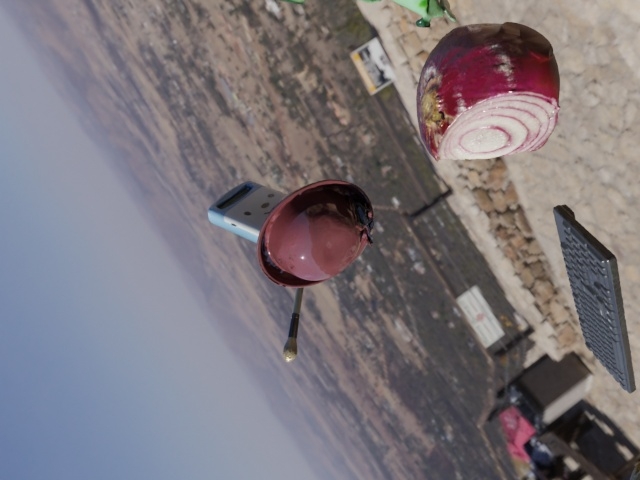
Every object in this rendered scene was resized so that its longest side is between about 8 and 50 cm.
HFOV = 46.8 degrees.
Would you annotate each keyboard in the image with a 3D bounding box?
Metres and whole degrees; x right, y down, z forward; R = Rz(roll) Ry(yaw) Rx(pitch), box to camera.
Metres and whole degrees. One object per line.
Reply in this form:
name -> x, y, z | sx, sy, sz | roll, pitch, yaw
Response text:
keyboard -> 0.322, 0.077, 0.862 | 0.101, 0.018, 0.310 | 59, -178, 43

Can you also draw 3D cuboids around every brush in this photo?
brush -> -0.068, 0.194, 2.038 | 0.042, 0.039, 0.299 | 89, -173, -60

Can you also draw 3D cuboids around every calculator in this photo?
calculator -> -0.109, -0.049, 1.320 | 0.210, 0.121, 0.039 | 23, 137, 37

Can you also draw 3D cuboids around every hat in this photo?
hat -> 0.000, 0.000, 1.147 | 0.089, 0.205, 0.205 | 51, 169, 49

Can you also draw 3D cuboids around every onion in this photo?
onion -> 0.269, -0.262, 1.215 | 0.206, 0.216, 0.207 | 109, 148, -53

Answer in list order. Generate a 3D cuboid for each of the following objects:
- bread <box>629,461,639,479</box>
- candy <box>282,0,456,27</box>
bread -> 0.720, 0.559, 1.586 | 0.094, 0.082, 0.157 | 157, 122, -74
candy -> 0.049, -0.394, 0.840 | 0.171, 0.397, 0.263 | -9, 89, 34
